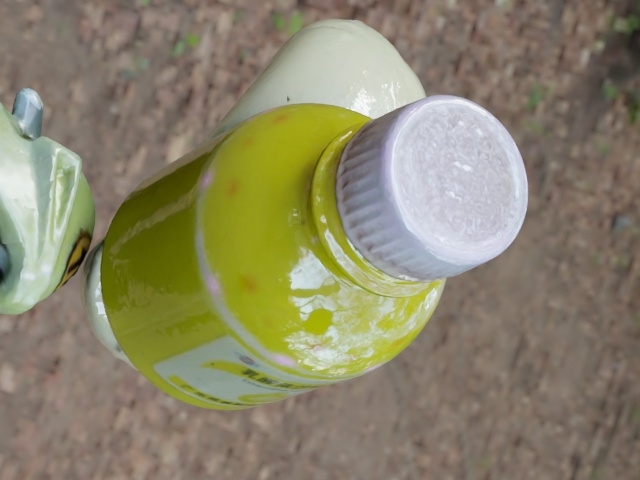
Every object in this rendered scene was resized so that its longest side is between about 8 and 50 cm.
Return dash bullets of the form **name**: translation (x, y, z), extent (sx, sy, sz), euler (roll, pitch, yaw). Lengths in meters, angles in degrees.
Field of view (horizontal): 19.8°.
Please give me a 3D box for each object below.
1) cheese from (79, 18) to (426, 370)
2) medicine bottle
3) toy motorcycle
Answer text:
- **cheese**: translation (-0.040, -0.021, 1.194), extent (0.266, 0.127, 0.233), euler (-43, -173, 20)
- **medicine bottle**: translation (0.000, 0.000, 0.779), extent (0.212, 0.122, 0.122), euler (-23, -147, 57)
- **toy motorcycle**: translation (-0.281, -0.088, 1.157), extent (0.237, 0.410, 0.169), euler (11, 127, -42)
